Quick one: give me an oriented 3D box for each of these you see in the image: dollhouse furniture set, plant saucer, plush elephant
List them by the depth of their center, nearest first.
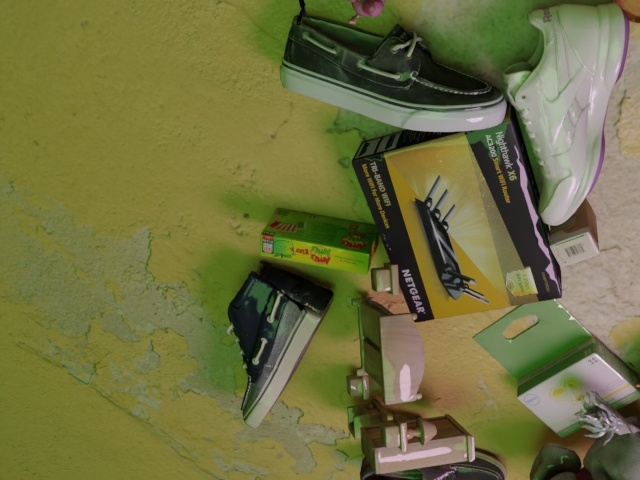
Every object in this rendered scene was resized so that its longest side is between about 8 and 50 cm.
[{"bbox_3d":[0.419,-0.321,0.939,0.083,0.013,0.083,7,122,12],"label":"plant saucer"},{"bbox_3d":[0.483,0.430,1.202,0.330,0.272,0.255,36,113,-4],"label":"plush elephant"},{"bbox_3d":[0.151,0.197,1.266,0.174,0.303,0.355,-5,96,-11],"label":"dollhouse furniture set"}]

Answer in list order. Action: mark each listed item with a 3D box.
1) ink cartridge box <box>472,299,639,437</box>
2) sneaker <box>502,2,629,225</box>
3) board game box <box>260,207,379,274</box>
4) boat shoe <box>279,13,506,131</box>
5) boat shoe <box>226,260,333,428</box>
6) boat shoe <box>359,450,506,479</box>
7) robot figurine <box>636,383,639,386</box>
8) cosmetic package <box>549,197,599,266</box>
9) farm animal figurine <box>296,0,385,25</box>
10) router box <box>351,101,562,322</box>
[{"bbox_3d":[0.399,0.216,1.246,0.235,0.056,0.171,41,124,-12],"label":"ink cartridge box"},{"bbox_3d":[0.317,-0.171,1.002,0.152,0.114,0.305,6,112,6],"label":"sneaker"},{"bbox_3d":[0.000,0.000,1.212,0.181,0.092,0.043,10,124,11],"label":"board game box"},{"bbox_3d":[0.095,-0.238,1.013,0.335,0.121,0.119,15,124,15],"label":"boat shoe"},{"bbox_3d":[-0.110,0.190,1.356,0.158,0.127,0.340,30,116,5],"label":"boat shoe"},{"bbox_3d":[0.215,0.462,1.425,0.285,0.092,0.103,4,121,15],"label":"boat shoe"},{"bbox_3d":[0.606,0.253,1.159,0.219,0.128,0.158,34,124,-4],"label":"robot figurine"},{"bbox_3d":[0.373,-0.014,1.077,0.060,0.115,0.041,-24,110,26],"label":"cosmetic package"},{"bbox_3d":[0.109,-0.436,0.884,0.330,0.172,0.326,5,109,23],"label":"farm animal figurine"},{"bbox_3d":[0.217,-0.033,1.133,0.243,0.081,0.309,-13,115,23],"label":"router box"}]
